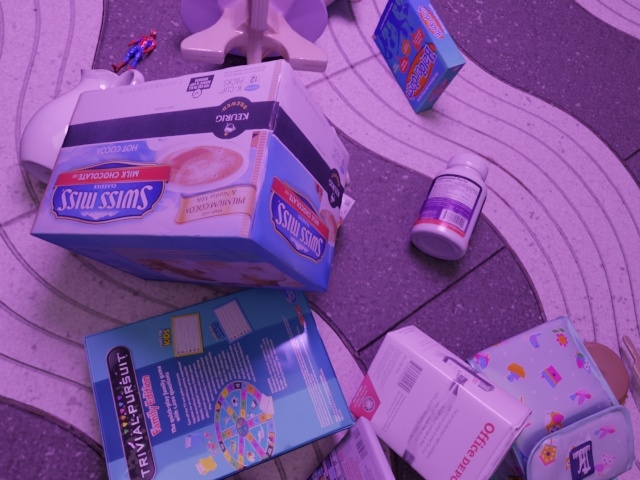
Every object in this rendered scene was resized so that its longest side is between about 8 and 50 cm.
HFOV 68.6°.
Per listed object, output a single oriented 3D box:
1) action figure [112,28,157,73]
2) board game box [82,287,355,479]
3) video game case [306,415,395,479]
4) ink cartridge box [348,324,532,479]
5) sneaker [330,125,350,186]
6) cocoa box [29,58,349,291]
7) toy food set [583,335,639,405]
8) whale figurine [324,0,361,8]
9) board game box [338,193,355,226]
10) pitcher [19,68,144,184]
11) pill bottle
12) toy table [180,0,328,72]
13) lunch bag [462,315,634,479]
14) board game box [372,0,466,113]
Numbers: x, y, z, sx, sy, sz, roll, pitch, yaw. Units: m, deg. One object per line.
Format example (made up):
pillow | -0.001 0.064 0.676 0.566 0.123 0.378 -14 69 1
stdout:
action figure | -0.350 -0.365 0.901 0.038 0.030 0.115 28 67 2
board game box | -0.153 0.220 0.714 0.336 0.079 0.254 -16 67 -16
video game case | 0.030 0.368 0.635 0.023 0.201 0.183 37 96 -17
ink cartridge box | 0.174 0.256 0.707 0.218 0.159 0.092 35 21 32
sneaker | -0.024 -0.090 0.845 0.169 0.108 0.293 1 71 -9
cocoa box | -0.167 -0.068 0.665 0.347 0.231 0.228 1 70 24
toy food set | 0.530 0.263 0.904 0.192 0.038 0.132 -11 69 -10
whale figurine | -0.007 -0.557 1.002 0.216 0.141 0.272 23 94 -4
board game box | 0.000 0.000 0.824 0.026 0.103 0.154 33 68 -1
pitcher | -0.380 -0.190 0.766 0.125 0.177 0.207 43 58 -42
pill bottle | 0.255 -0.069 0.902 0.108 0.108 0.193 29 69 -3
toy table | -0.115 -0.378 0.857 0.274 0.252 0.161 -7 58 -2
lunch bag | 0.364 0.290 0.776 0.223 0.160 0.262 -16 68 -18
board game box | 0.194 -0.395 0.963 0.047 0.160 0.210 -23 79 -18
